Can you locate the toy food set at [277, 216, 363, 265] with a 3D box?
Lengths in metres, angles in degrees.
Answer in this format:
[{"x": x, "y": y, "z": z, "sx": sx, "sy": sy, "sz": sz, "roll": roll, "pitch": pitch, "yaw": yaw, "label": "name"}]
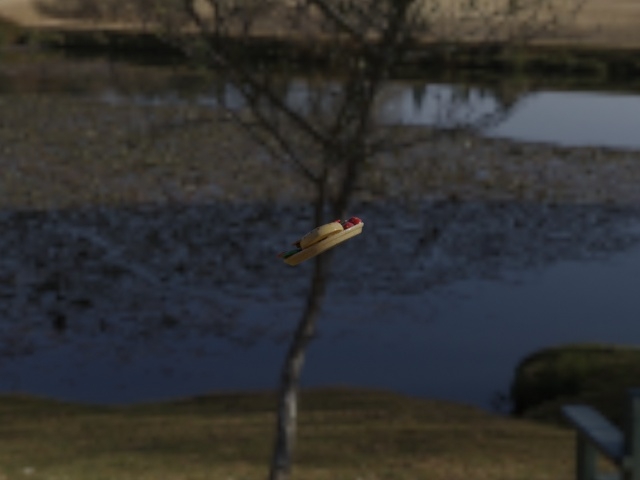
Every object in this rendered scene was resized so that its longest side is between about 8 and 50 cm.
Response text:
[{"x": 0.000, "y": 0.000, "z": 1.407, "sx": 0.083, "sy": 0.020, "sz": 0.083, "roll": -27, "pitch": -2, "yaw": 41, "label": "toy food set"}]
